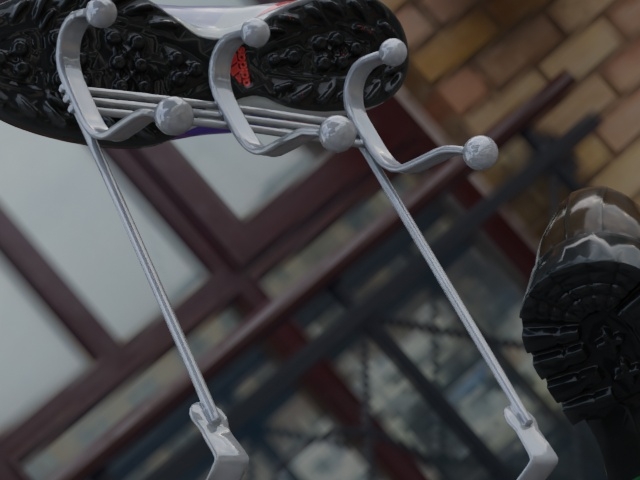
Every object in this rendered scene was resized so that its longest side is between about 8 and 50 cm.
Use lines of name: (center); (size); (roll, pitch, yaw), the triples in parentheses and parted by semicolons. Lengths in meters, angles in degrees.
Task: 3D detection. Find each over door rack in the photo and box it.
over door rack: (0.000, 0.000, 1.121); (0.239, 0.324, 0.108); (4, -36, -36)

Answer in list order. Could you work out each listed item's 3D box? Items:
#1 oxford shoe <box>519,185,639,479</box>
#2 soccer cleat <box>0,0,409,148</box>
oxford shoe: (0.149, 0.073, 0.800); (0.083, 0.227, 0.096); (-13, 30, 17)
soccer cleat: (-0.098, -0.112, 1.329); (0.318, 0.108, 0.116); (-6, -6, -28)
